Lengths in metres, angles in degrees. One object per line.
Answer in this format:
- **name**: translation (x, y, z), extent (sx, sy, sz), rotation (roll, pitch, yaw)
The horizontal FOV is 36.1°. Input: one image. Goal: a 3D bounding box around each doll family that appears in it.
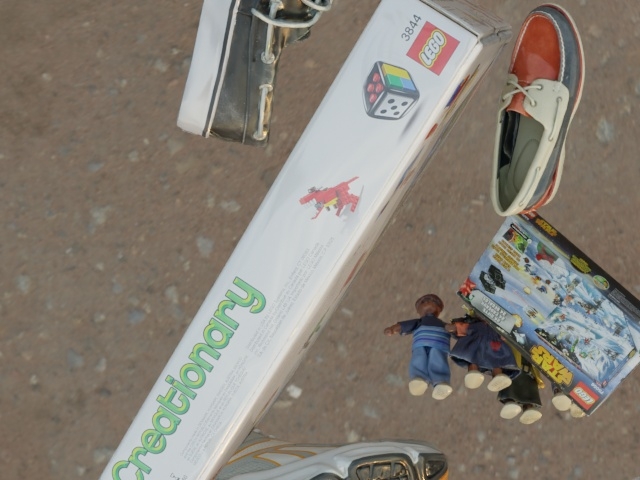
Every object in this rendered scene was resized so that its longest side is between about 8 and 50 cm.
- **doll family**: translation (0.156, 0.100, 0.897), extent (0.193, 0.111, 0.076), rotation (19, 137, -12)

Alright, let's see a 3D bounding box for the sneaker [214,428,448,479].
- **sneaker**: translation (-0.034, 0.175, 0.740), extent (0.262, 0.121, 0.099), rotation (-6, 119, -19)

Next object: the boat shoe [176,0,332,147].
- **boat shoe**: translation (-0.042, -0.207, 0.835), extent (0.105, 0.113, 0.306), rotation (17, 124, -5)

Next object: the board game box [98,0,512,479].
- **board game box**: translation (0.000, 0.000, 0.562), extent (0.053, 0.193, 0.305), rotation (34, 109, 5)

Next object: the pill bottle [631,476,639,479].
- **pill bottle**: translation (0.580, 0.420, 1.225), extent (0.407, 0.229, 0.229), rotation (2, 116, 45)

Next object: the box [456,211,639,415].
- **box**: translation (0.174, 0.051, 0.723), extent (0.137, 0.027, 0.094), rotation (44, 135, 18)

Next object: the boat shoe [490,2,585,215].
- **boat shoe**: translation (0.135, -0.082, 0.631), extent (0.049, 0.043, 0.137), rotation (23, 118, 41)
